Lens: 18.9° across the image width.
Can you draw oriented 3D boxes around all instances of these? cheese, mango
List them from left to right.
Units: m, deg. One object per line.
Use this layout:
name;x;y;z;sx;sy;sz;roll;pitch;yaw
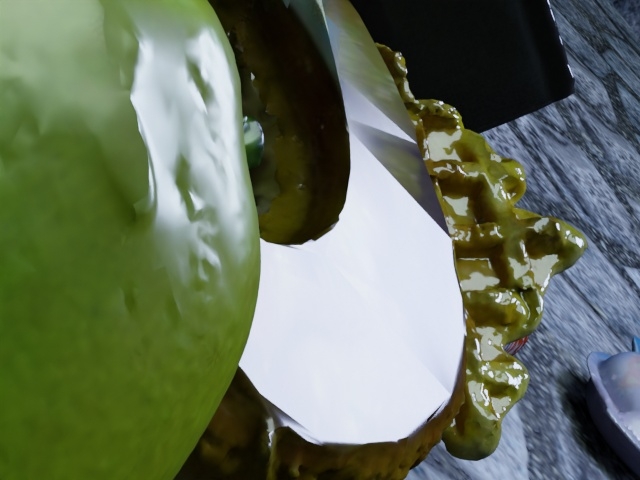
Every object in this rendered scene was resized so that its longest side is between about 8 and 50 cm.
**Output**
mango;-0.123;0.024;0.454;0.185;0.149;0.273;51;58;-28
cheese;0.245;0.126;1.372;0.135;0.052;0.244;50;17;9

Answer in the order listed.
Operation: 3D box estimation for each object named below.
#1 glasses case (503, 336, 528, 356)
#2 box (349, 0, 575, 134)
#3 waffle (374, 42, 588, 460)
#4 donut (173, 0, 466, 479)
glasses case;0.081;0.042;1.170;0.073;0.049;0.194;53;18;17
box;-0.032;-0.229;1.038;0.251;0.204;0.345;-108;175;-58
waffle;0.000;0.000;0.880;0.243;0.059;0.238;40;50;5
donut;-0.080;-0.037;0.687;0.330;0.160;0.330;27;43;-29
